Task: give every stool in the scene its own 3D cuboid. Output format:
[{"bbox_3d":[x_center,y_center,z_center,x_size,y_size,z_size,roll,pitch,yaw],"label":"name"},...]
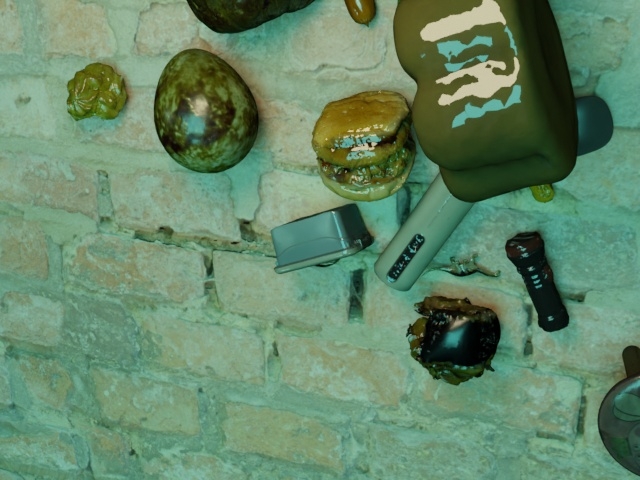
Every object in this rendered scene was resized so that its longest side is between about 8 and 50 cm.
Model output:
[{"bbox_3d":[0.748,0.369,1.797,0.272,0.178,0.272,8,114,19],"label":"stool"}]

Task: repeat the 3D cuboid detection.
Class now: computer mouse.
[{"bbox_3d":[0.489,-0.225,1.725,0.232,0.057,0.120,-12,106,25],"label":"computer mouse"}]

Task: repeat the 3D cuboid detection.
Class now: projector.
[{"bbox_3d":[0.248,-0.036,1.871,0.108,0.108,0.337,36,119,5],"label":"projector"}]

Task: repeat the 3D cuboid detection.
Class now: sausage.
[{"bbox_3d":[0.071,-0.543,1.763,0.062,0.054,0.183,-21,101,-1],"label":"sausage"}]

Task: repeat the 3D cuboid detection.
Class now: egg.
[{"bbox_3d":[-0.267,-0.297,1.893,0.238,0.238,0.290,-15,96,26],"label":"egg"}]

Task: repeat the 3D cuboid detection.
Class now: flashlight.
[{"bbox_3d":[0.489,0.095,1.840,0.093,0.093,0.232,-20,105,27],"label":"flashlight"}]

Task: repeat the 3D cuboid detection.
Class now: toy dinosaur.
[{"bbox_3d":[0.325,0.059,1.919,0.180,0.037,0.058,2,107,20],"label":"toy dinosaur"}]

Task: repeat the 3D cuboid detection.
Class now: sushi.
[{"bbox_3d":[0.308,0.239,1.923,0.200,0.213,0.204,16,104,40],"label":"sushi"}]

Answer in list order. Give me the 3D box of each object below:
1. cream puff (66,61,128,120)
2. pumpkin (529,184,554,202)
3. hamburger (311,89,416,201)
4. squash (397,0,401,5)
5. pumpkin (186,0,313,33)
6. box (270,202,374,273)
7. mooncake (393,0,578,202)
[{"bbox_3d":[-0.560,-0.362,2.041,0.156,0.156,0.121,21,135,12],"label":"cream puff"},{"bbox_3d":[0.477,-0.121,1.789,0.050,0.028,0.083,-11,115,27],"label":"pumpkin"},{"bbox_3d":[0.096,-0.209,1.801,0.244,0.244,0.163,-2,131,22],"label":"hamburger"},{"bbox_3d":[0.200,-0.510,1.715,0.077,0.068,0.219,-4,114,-13],"label":"squash"},{"bbox_3d":[-0.165,-0.571,1.749,0.324,0.232,0.242,-16,102,23],"label":"pumpkin"},{"bbox_3d":[0.000,0.000,1.958,0.227,0.162,0.130,-14,95,26],"label":"box"},{"bbox_3d":[0.308,-0.312,1.534,0.262,0.467,0.467,-12,106,24],"label":"mooncake"}]
